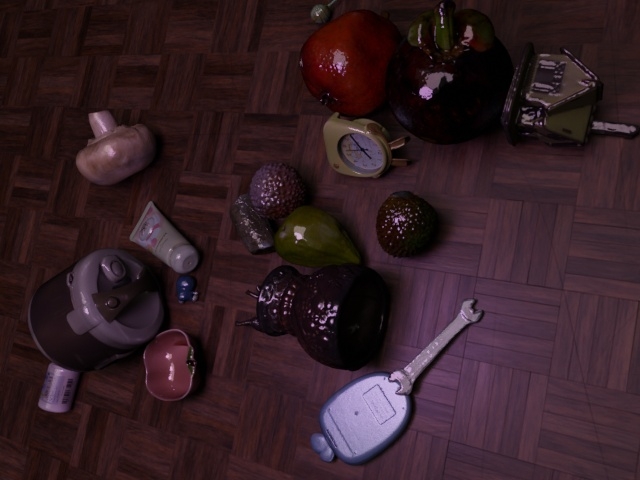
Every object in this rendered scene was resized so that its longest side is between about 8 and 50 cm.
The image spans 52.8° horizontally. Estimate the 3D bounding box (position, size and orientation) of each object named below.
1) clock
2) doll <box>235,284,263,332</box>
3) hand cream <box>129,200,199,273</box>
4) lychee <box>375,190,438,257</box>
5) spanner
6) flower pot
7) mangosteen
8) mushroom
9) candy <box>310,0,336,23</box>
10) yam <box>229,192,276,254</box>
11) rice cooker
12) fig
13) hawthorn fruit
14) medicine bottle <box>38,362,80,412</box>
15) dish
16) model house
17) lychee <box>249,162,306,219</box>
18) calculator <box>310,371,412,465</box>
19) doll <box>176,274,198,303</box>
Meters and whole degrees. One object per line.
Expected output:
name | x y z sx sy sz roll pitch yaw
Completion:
clock | 0.126 -0.244 1.702 0.232 0.170 0.069 14 48 24
doll | -0.145 0.198 1.809 0.165 0.057 0.138 16 85 24
hand cream | -0.490 -0.001 2.020 0.306 0.093 0.147 34 97 38
lychee | 0.214 -0.035 1.614 0.171 0.171 0.171 -6 77 27
spanner | 0.281 0.262 1.574 0.302 0.017 0.071 -46 64 5
flower pot | -0.003 0.176 1.626 0.267 0.267 0.266 8 84 34
mangosteen | 0.308 -0.392 1.519 0.306 0.359 0.305 1 71 -2
mushroom | -0.670 -0.309 2.074 0.260 0.254 0.234 -32 106 -18
candy | 0.054 -0.717 1.897 0.202 0.061 0.061 -40 64 6
yam | -0.190 -0.036 1.853 0.107 0.107 0.183 -36 66 17
rice cooker | -0.650 0.205 1.921 0.325 0.335 0.335 -29 68 24
fig | -0.013 -0.009 1.714 0.234 0.167 0.167 7 83 36
hawthorn fruit | 0.099 -0.482 1.712 0.265 0.265 0.307 23 71 29
medicine bottle | -0.841 0.455 2.092 0.103 0.103 0.186 12 87 29
dish | -0.416 0.368 1.896 0.214 0.090 0.213 -6 77 29
model house | 0.576 -0.306 1.448 0.279 0.218 0.204 16 89 25
lychee | -0.114 -0.145 1.802 0.165 0.165 0.197 18 55 29
calculator | 0.098 0.457 1.635 0.303 0.042 0.188 -40 65 12
doll | -0.407 0.147 1.960 0.076 0.050 0.083 -8 75 22
